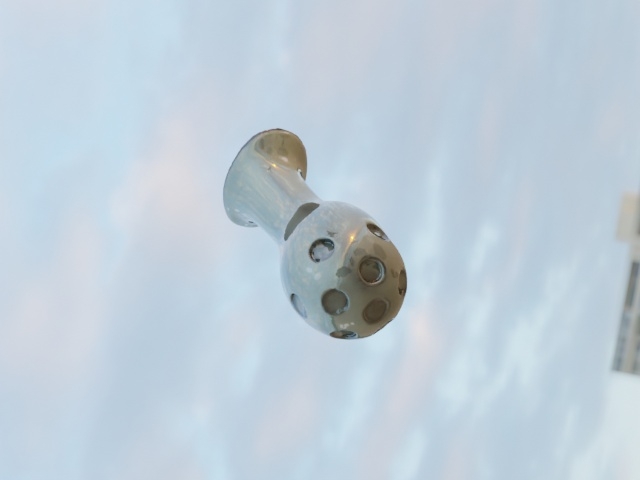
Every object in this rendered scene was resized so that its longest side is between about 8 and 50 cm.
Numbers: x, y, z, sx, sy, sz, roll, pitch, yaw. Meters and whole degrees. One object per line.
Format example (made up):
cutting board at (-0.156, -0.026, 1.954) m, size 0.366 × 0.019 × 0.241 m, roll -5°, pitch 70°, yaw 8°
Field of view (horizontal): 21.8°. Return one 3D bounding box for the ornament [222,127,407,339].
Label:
ornament at (0.000, 0.000, 1.020) m, size 0.081 × 0.156 × 0.075 m, roll 8°, pitch -64°, yaw -35°
